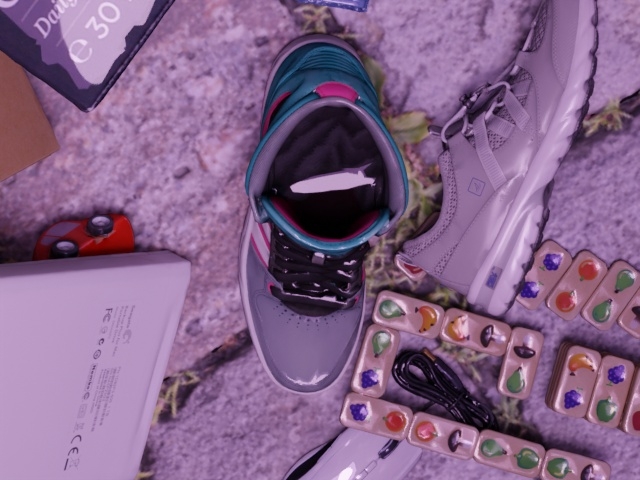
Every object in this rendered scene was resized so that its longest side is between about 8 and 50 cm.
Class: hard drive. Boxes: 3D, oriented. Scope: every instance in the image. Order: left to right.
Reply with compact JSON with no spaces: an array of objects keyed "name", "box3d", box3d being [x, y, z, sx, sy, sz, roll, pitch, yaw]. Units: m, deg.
[{"name":"hard drive","box3d":[-0.229,0.114,1.463,0.040,0.307,0.203,25,106,32]}]

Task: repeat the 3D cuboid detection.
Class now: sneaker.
[{"name":"sneaker","box3d":[0.000,0.000,1.488,0.123,0.178,0.296,1,105,-4]},{"name":"sneaker","box3d":[0.142,-0.087,1.512,0.115,0.105,0.281,20,95,8]}]

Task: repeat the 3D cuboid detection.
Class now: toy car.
[{"name":"toy car","box3d":[-0.258,0.042,1.467,0.053,0.225,0.239,24,75,31]}]

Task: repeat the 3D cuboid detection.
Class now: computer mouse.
[{"name":"computer mouse","box3d":[0.048,0.181,1.611,0.193,0.042,0.106,-42,104,8]}]

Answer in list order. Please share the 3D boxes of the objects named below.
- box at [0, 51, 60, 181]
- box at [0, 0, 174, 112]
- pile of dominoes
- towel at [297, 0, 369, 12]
[{"name":"box","box3d":[-0.301,-0.101,1.426,0.021,0.201,0.164,-15,104,44]},{"name":"box","box3d":[-0.200,-0.429,1.307,0.471,0.297,0.480,36,100,-9]},{"name":"pile of dominoes","box3d":[0.161,0.092,1.572,0.251,0.040,0.196,16,90,-8]},{"name":"towel","box3d":[0.016,-0.241,1.502,0.067,0.029,0.119,10,105,-6]}]
